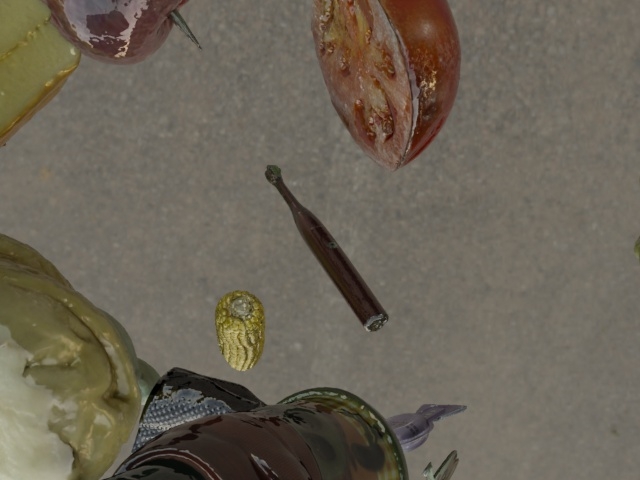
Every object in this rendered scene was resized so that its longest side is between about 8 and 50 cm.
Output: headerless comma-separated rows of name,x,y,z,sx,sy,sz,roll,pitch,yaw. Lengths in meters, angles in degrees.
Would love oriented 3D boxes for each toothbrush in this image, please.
toothbrush,0.000,0.001,1.434,0.040,0.364,0.041,-19,137,-18

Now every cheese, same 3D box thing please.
cheese,0.138,0.288,1.492,0.105,0.191,0.042,-9,99,47

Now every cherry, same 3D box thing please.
cherry,-0.263,-0.348,1.272,0.285,0.213,0.236,44,115,-9

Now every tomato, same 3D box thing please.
tomato,0.111,-0.271,1.397,0.143,0.338,0.338,-21,140,-14

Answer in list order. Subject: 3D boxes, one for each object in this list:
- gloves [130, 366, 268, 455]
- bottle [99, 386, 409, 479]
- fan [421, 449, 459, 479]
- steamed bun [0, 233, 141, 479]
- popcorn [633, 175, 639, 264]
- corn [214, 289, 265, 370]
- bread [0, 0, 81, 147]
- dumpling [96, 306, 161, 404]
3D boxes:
gloves,-0.071,0.190,0.871,0.180,0.106,0.129,26,97,7
bottle,-0.046,0.177,0.617,0.156,0.143,0.271,-22,168,26
fan,0.164,0.362,1.430,0.008,0.152,0.227,31,160,21
steamed bun,-0.404,0.142,1.205,0.372,0.230,0.325,4,110,21
popcorn,0.277,-0.034,0.541,0.216,0.181,0.235,21,117,-16
corn,-0.113,0.131,1.373,0.072,0.072,0.203,8,154,1
bread,-0.366,-0.099,0.900,0.111,0.246,0.239,48,146,-15
dumpling,-0.403,0.177,1.499,0.320,0.270,0.212,46,133,-7
